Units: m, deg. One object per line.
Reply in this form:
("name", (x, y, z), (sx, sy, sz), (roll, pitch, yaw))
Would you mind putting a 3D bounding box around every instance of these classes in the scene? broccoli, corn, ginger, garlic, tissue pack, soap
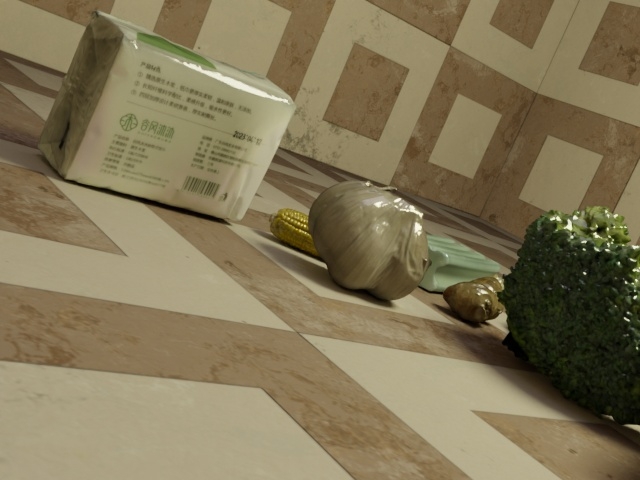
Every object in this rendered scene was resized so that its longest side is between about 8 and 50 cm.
("broccoli", (0.440, 0.103, 1.380), (0.338, 0.277, 0.317), (18, 19, 30))
("corn", (0.000, 0.000, 1.589), (0.206, 0.067, 0.067), (26, 9, -1))
("ginger", (0.307, 0.111, 1.656), (0.104, 0.080, 0.204), (21, 10, 24))
("garlic", (0.069, 0.002, 1.438), (0.229, 0.178, 0.143), (42, 30, 15))
("tissue pack", (-0.257, -0.201, 1.472), (0.356, 0.266, 0.194), (15, 18, -40))
("soap", (0.257, 0.049, 1.851), (0.160, 0.087, 0.265), (30, 12, 33))

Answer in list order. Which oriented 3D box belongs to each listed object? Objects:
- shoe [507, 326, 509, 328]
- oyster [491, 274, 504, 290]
("shoe", (0.425, 0.169, 1.662), (0.099, 0.071, 0.169), (27, 14, 3))
("oyster", (0.444, 0.119, 1.991), (0.200, 0.061, 0.106), (13, 15, -48))
